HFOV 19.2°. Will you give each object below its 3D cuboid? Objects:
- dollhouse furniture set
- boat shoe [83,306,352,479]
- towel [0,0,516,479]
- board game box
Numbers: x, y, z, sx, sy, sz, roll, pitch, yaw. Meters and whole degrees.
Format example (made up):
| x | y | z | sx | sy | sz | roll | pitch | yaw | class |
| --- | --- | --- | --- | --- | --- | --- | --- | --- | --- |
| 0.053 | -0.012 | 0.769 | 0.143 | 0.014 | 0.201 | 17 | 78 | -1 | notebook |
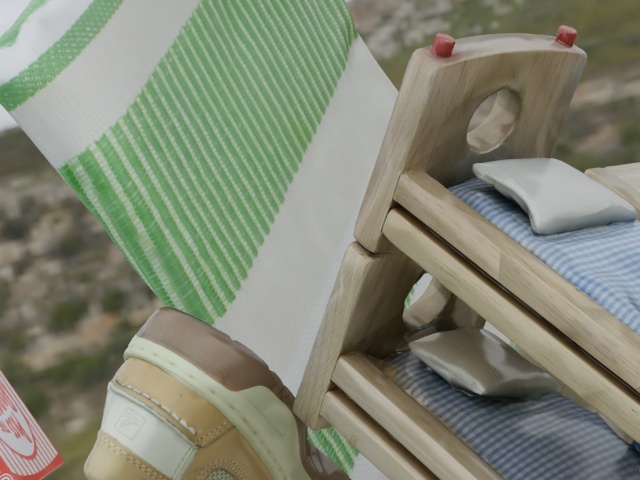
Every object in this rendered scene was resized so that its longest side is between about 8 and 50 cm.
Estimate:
| x | y | z | sx | sy | sz | roll | pitch | yaw | class |
| --- | --- | --- | --- | --- | --- | --- | --- | --- | --- |
| 0.114 | 0.019 | 0.566 | 0.183 | 0.129 | 0.129 | -9 | 38 | -41 | dollhouse furniture set |
| -0.031 | 0.095 | 0.628 | 0.068 | 0.190 | 0.072 | 23 | 69 | 34 | boat shoe |
| 0.000 | 0.000 | 0.789 | 0.038 | 0.325 | 0.248 | -23 | 24 | 27 | towel |
| -0.310 | 0.139 | 1.648 | 0.045 | 0.193 | 0.147 | -35 | 0 | 7 | board game box |
